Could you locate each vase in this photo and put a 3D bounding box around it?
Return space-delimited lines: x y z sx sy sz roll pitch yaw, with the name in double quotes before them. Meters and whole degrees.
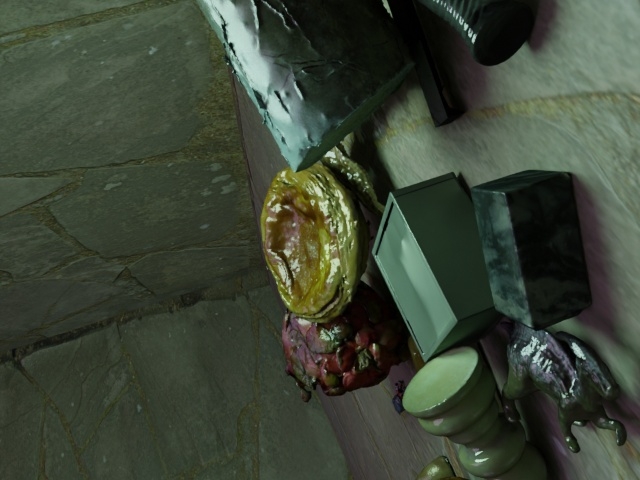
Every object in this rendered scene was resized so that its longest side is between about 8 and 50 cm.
"vase" 0.154 -0.306 0.739 0.115 0.115 0.237 89 156 -52

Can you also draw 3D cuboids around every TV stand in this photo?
"TV stand" 0.148 -0.296 0.896 0.049 0.040 0.256 145 107 -76

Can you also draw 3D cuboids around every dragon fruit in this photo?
"dragon fruit" 0.088 0.237 1.460 0.263 0.296 0.314 10 112 38

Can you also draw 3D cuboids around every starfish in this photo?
"starfish" 0.050 -0.165 1.253 0.324 0.082 0.432 59 175 -18

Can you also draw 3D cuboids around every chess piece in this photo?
"chess piece" 0.261 0.306 0.957 0.251 0.144 0.144 51 170 -8

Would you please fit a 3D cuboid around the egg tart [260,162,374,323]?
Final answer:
"egg tart" 0.000 0.000 1.306 0.352 0.150 0.352 14 108 51

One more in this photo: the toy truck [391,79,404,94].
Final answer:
"toy truck" 0.069 -0.312 1.084 0.242 0.101 0.125 -145 36 -70

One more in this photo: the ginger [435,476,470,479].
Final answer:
"ginger" 0.290 0.632 1.249 0.274 0.152 0.357 62 153 31

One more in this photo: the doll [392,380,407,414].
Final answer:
"doll" 0.213 0.427 1.619 0.057 0.039 0.114 23 126 29

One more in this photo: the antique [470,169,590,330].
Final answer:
"antique" 0.257 0.013 0.744 0.086 0.088 0.183 -148 43 -73

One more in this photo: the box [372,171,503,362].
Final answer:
"box" 0.196 0.050 0.994 0.225 0.117 0.225 97 151 -64

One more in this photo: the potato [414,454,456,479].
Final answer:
"potato" 0.283 0.653 1.482 0.120 0.100 0.261 -122 19 -50

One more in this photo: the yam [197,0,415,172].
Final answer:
"yam" -0.030 -0.299 0.877 0.348 0.241 0.241 58 169 -9

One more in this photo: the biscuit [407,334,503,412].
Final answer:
"biscuit" 0.257 0.272 1.208 0.325 0.044 0.217 120 133 -74

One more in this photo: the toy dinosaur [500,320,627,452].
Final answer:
"toy dinosaur" 0.305 0.180 0.795 0.294 0.077 0.162 176 77 -74
